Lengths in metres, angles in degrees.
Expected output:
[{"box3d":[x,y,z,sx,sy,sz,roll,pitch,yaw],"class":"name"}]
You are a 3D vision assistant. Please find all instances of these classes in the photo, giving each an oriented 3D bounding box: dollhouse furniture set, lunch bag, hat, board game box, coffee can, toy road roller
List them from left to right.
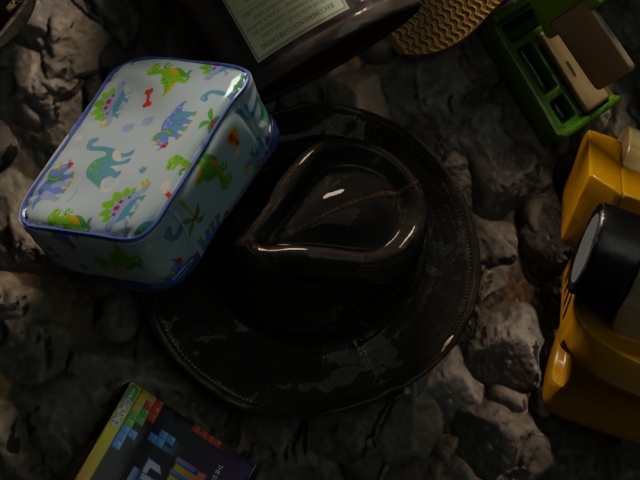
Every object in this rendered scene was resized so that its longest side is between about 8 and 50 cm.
[{"box3d":[-0.156,0.232,1.378,0.141,0.048,0.170,35,62,-13],"class":"board game box"},{"box3d":[-0.153,-0.063,1.400,0.219,0.176,0.090,-61,142,-29],"class":"lunch bag"},{"box3d":[-0.058,-0.290,1.496,0.201,0.201,0.275,-29,89,-31],"class":"coffee can"},{"box3d":[0.000,0.000,1.431,0.331,0.134,0.331,3,72,-9],"class":"hat"},{"box3d":[0.328,0.055,1.611,0.202,0.241,0.329,20,29,0],"class":"toy road roller"},{"box3d":[0.352,-0.258,1.701,0.301,0.197,0.151,-33,90,-30],"class":"dollhouse furniture set"}]

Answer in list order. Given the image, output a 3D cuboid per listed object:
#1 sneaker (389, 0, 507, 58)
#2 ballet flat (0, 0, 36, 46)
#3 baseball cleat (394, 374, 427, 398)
[{"box3d":[0.152,-0.249,1.675,0.185,0.084,0.069,-35,88,-5],"class":"sneaker"},{"box3d":[-0.351,-0.155,1.358,0.107,0.106,0.316,39,61,-12],"class":"ballet flat"},{"box3d":[0.073,0.047,1.538,0.109,0.072,0.206,-24,88,-31],"class":"baseball cleat"}]
